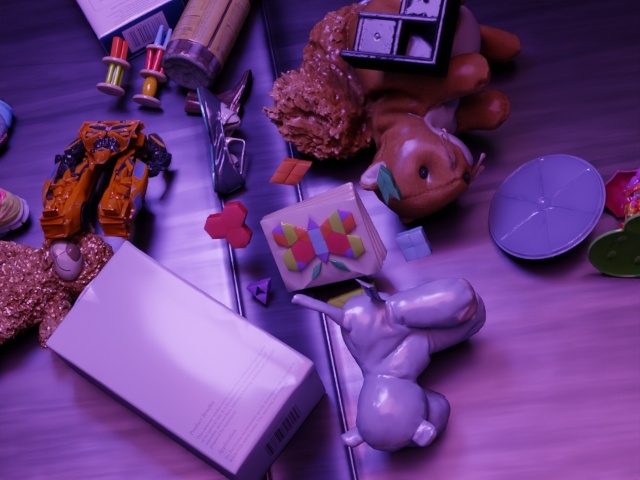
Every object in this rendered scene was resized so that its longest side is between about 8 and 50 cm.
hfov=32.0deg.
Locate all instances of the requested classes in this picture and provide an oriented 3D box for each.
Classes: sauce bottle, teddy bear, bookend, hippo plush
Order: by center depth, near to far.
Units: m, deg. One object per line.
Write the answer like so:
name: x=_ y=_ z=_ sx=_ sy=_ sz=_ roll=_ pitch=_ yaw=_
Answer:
hippo plush: x=0.138 y=0.193 z=1.669 sx=0.234 sy=0.294 sz=0.237 roll=-15 pitch=72 yaw=24
bookend: x=0.127 y=-0.342 z=1.717 sx=0.156 sy=0.072 sz=0.157 roll=10 pitch=85 yaw=22
teddy bear: x=-0.503 y=0.087 z=1.855 sx=0.337 sy=0.113 sz=0.245 roll=-16 pitch=53 yaw=3
sauce bottle: x=-0.183 y=-0.434 z=2.053 sx=0.111 sy=0.111 sz=0.344 roll=15 pitch=61 yaw=13

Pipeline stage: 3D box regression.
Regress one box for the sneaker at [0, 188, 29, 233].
sneaker: x=-0.615 y=-0.037 z=1.922 sx=0.208 sy=0.094 sz=0.081 roll=-27 pitch=69 yaw=-3

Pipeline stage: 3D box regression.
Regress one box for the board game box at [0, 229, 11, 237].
board game box: x=-0.606 y=-0.030 z=1.981 sx=0.090 sy=0.020 sz=0.090 roll=-37 pitch=68 yaw=-8

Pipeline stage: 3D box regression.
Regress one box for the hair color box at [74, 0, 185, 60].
hair color box: x=-0.404 y=-0.517 z=2.120 sx=0.173 sy=0.105 sz=0.347 roll=-29 pitch=67 yaw=-6

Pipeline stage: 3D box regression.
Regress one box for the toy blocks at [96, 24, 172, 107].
toy blocks: x=-0.332 y=-0.329 z=2.026 sx=0.123 sy=0.054 sz=0.148 roll=16 pitch=78 yaw=-21

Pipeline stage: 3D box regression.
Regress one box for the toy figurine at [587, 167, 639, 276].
toy figurine: x=0.501 y=-0.053 z=1.792 sx=0.130 sy=0.173 sz=0.159 roll=10 pitch=55 yaw=-2

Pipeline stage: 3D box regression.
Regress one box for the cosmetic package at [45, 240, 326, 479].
cosmetic package: x=-0.213 y=0.198 z=1.764 sx=0.385 sy=0.156 sz=0.217 roll=32 pitch=74 yaw=20

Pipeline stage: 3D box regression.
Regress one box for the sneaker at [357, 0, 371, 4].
sneaker: x=0.144 y=-0.452 z=2.049 sx=0.237 sy=0.085 sz=0.086 roll=-34 pitch=36 yaw=-2

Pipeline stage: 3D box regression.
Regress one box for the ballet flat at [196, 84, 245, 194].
ballet flat: x=-0.169 y=-0.181 z=1.962 sx=0.074 sy=0.074 sz=0.203 roll=-11 pitch=78 yaw=2

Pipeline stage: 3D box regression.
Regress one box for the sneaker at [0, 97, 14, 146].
sneaker: x=-0.697 y=-0.209 z=2.026 sx=0.261 sy=0.104 sz=0.125 roll=3 pitch=69 yaw=8

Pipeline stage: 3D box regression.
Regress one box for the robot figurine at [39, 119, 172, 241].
robot figurine: x=-0.371 y=-0.113 z=1.905 sx=0.211 sy=0.085 sz=0.291 roll=-1 pitch=41 yaw=6

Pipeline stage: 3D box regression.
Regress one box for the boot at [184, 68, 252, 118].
boot: x=-0.188 y=-0.273 z=2.029 sx=0.114 sy=0.037 sz=0.106 roll=11 pitch=68 yaw=16

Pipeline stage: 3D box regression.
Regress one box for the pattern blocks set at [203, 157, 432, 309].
pattern blocks set: x=0.000 y=0.000 z=1.788 sx=0.324 sy=0.026 sz=0.285 roll=-29 pitch=105 yaw=25

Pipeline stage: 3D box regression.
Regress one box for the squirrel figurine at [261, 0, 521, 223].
squirrel figurine: x=0.117 y=-0.219 z=1.879 sx=0.396 sy=0.281 sz=0.371 roll=3 pitch=77 yaw=23

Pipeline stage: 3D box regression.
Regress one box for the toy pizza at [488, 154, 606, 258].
toy pizza: x=0.374 y=-0.053 z=1.839 sx=0.201 sy=0.032 sz=0.201 roll=-18 pitch=51 yaw=24
